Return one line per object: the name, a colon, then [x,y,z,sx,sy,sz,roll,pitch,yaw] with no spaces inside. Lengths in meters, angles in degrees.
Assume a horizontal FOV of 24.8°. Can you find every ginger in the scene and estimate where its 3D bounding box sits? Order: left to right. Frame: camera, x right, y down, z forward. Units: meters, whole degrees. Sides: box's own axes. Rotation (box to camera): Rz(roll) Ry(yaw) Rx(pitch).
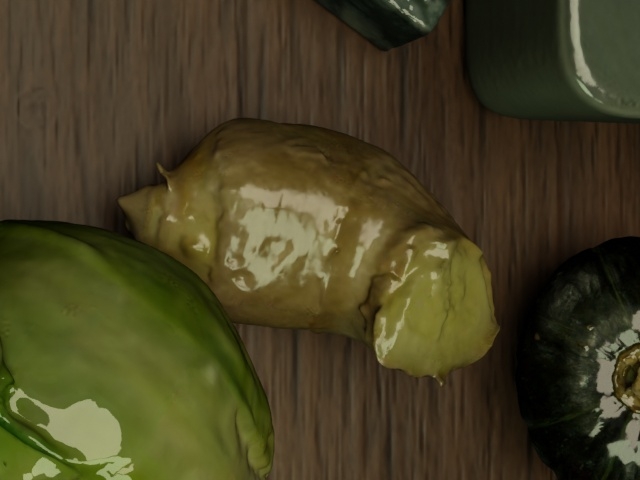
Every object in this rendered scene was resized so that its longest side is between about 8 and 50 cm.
ginger: [0.000,0.000,0.969,0.267,0.152,0.138,17,111,-2]

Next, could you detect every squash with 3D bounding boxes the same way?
squash: [0.230,0.094,1.044,0.193,0.156,0.193,-1,106,-5]

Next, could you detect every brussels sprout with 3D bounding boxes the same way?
brussels sprout: [-0.169,0.112,0.845,0.294,0.259,0.227,30,48,-24]

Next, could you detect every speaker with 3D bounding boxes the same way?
speaker: [0.312,-0.167,1.055,0.406,0.184,0.183,1,89,-20]

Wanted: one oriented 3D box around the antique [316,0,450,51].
antique: [0.010,-0.221,0.999,0.183,0.086,0.088,34,78,-16]
